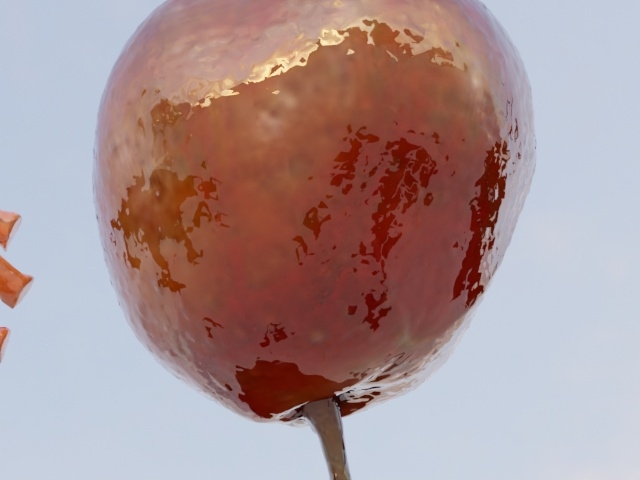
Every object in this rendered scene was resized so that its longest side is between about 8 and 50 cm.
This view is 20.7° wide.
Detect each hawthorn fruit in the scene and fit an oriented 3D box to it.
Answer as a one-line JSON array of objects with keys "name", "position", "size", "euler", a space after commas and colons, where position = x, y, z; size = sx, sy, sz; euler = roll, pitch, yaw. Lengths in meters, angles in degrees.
[{"name": "hawthorn fruit", "position": [0.000, 0.000, 0.730], "size": [0.197, 0.225, 0.196], "euler": [-3, -15, -1]}]

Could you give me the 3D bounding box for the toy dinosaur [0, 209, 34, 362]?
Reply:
[{"name": "toy dinosaur", "position": [-0.164, 0.010, 0.688], "size": [0.101, 0.055, 0.279], "euler": [22, -18, -6]}]
